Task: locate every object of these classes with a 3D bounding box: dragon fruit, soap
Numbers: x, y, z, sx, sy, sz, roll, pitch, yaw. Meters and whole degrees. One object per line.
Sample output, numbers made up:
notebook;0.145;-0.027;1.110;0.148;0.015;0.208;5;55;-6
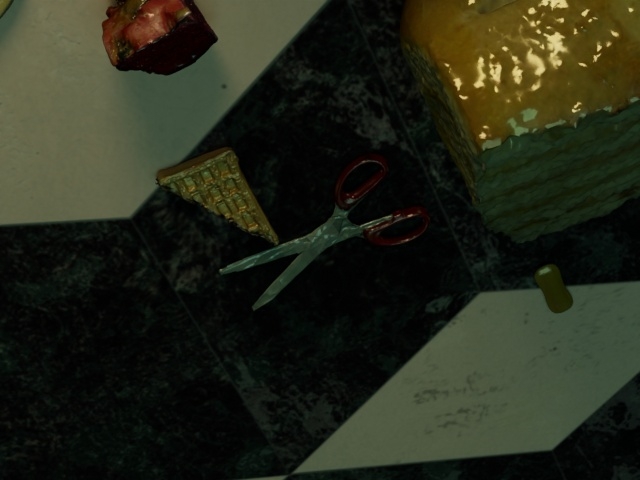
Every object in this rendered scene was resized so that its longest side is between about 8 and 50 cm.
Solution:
dragon fruit;-0.172;-0.233;1.813;0.102;0.096;0.147;-26;173;11
soap;0.298;0.062;2.228;0.034;0.012;0.089;-27;130;6

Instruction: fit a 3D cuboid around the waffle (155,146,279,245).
waffle;-0.117;-0.036;2.024;0.097;0.023;0.153;-24;127;5

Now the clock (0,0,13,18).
clock;-0.413;-0.286;1.744;0.235;0.029;0.235;-8;129;-9

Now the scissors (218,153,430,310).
scissors;0.000;0.000;2.095;0.247;0.017;0.144;-32;128;12

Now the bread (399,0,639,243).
bread;0.228;-0.173;1.857;0.239;0.264;0.395;-24;165;2
